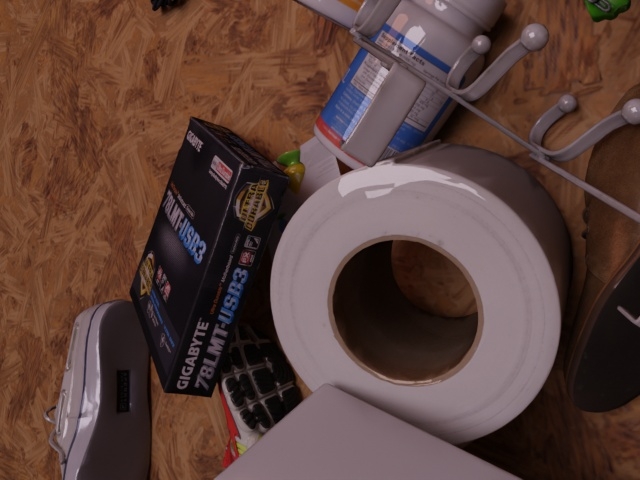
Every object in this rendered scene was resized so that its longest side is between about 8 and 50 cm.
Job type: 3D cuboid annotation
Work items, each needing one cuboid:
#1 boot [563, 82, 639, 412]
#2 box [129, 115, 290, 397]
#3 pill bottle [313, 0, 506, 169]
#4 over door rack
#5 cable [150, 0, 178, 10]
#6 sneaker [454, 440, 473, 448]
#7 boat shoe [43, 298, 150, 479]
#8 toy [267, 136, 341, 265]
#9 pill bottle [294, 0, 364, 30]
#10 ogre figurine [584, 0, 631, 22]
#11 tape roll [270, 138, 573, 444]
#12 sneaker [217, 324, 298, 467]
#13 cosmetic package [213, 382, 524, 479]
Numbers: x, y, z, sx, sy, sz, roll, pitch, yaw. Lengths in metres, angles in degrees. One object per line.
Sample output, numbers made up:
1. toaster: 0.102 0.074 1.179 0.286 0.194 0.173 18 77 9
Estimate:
1. boot: 0.278 0.002 0.570 0.115 0.112 0.305 40 114 63
2. box: -0.162 0.005 0.862 0.295 0.073 0.293 43 116 59
3. pill bottle: 0.098 -0.180 0.700 0.124 0.124 0.221 47 113 33
4. over door rack: 0.143 -0.105 0.486 0.108 0.240 0.324 -55 15 27
5. cable: -0.250 -0.471 1.065 0.151 0.047 0.184 38 110 35
6. sneaker: 0.088 0.261 0.690 0.293 0.108 0.169 -28 89 22
7. boat shoe: -0.369 0.280 1.027 0.157 0.136 0.366 -10 76 38
8. toy: 0.000 0.000 0.804 0.137 0.056 0.237 -26 74 37
9. pill bottle: 0.071 -0.376 0.725 0.152 0.152 0.271 40 110 35
10. ogre figurine: 0.247 -0.282 0.499 0.118 0.097 0.197 42 128 16
11. tape roll: 0.098 0.039 0.596 0.246 0.169 0.245 7 107 23
12. sneaker: -0.091 0.246 0.827 0.118 0.107 0.278 -38 60 41
13. cosmetic package: 0.060 0.266 0.497 0.224 0.138 0.224 17 130 41
